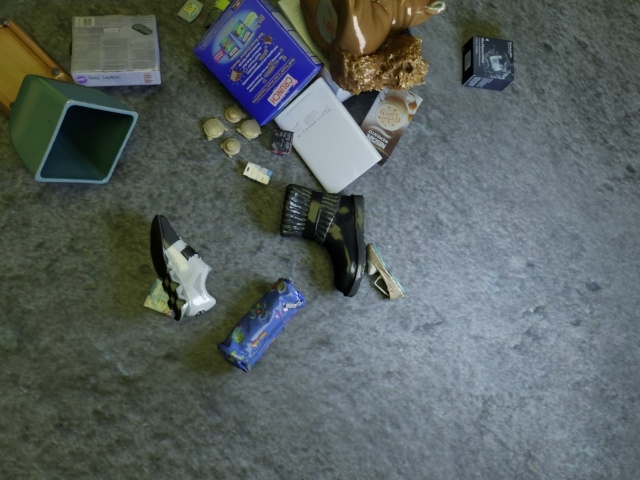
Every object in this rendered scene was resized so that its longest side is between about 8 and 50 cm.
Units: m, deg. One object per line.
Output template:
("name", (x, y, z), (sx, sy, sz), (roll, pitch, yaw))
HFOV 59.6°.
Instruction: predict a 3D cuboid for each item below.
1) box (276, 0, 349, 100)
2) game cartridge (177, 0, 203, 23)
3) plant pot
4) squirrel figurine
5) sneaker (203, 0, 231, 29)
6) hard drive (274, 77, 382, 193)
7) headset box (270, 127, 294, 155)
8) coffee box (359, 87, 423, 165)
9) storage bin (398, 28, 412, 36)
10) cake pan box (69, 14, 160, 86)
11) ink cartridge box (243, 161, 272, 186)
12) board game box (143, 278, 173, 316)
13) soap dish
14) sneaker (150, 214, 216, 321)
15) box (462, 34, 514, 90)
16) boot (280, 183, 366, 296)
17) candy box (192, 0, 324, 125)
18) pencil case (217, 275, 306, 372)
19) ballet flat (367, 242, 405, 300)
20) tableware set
("box", (0.030, -0.649, 1.846), (0.215, 0.168, 0.345), (-34, 88, -15))
("game cartridge", (-0.428, -0.763, 1.856), (0.056, 0.017, 0.083), (33, 76, -8))
("plant pot", (-0.730, -0.334, 1.587), (0.252, 0.248, 0.247), (39, 109, 20))
("squirrel figurine", (0.189, -0.638, 1.690), (0.370, 0.281, 0.397), (-18, 98, -25))
("sneaker", (-0.252, -0.657, 1.840), (0.300, 0.111, 0.121), (42, 95, -2))
("hard drive", (0.022, -0.328, 1.799), (0.210, 0.040, 0.319), (-37, 89, 24))
("headset box", (-0.124, -0.315, 1.811), (0.062, 0.032, 0.083), (12, 109, 6))
("coffee box", (0.218, -0.396, 1.876), (0.141, 0.098, 0.246), (30, 76, -4))
("storage bin", (0.242, -0.707, 1.940), (0.122, 0.084, 0.180), (-16, 85, -13))
("cake pan box", (-0.635, -0.588, 1.725), (0.267, 0.070, 0.246), (-7, 61, -13))
("ink cartridge box", (-0.203, -0.214, 1.801), (0.083, 0.028, 0.048), (23, 77, -7))
("board game box", (-0.473, 0.172, 1.689), (0.090, 0.020, 0.090), (23, 77, -6))
("soap dish", (-0.909, -0.501, 1.668), (0.291, 0.118, 0.229), (44, 76, 0))
("sneaker", (-0.412, 0.071, 1.680), (0.146, 0.122, 0.330), (-13, 75, -35))
("box", (0.596, -0.630, 1.991), (0.158, 0.093, 0.156), (4, 80, -11))
("boot", (-0.001, 0.000, 1.751), (0.260, 0.131, 0.348), (5, 74, -14))
("candy box", (-0.189, -0.565, 1.729), (0.268, 0.122, 0.317), (-39, 96, 27))
("pencil case", (-0.168, 0.251, 1.679), (0.306, 0.133, 0.119), (-48, 121, -13))
("ballet flat", (0.194, 0.107, 1.806), (0.067, 0.073, 0.206), (-33, 84, 0))
("tableware set", (-0.286, -0.360, 1.814), (0.168, 0.020, 0.141), (-40, 88, -13))
